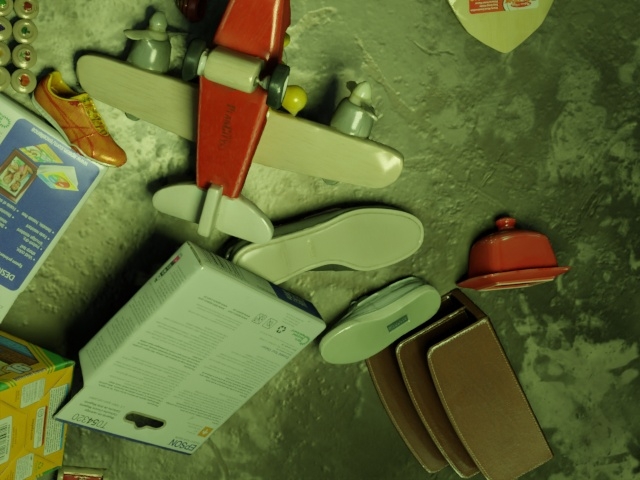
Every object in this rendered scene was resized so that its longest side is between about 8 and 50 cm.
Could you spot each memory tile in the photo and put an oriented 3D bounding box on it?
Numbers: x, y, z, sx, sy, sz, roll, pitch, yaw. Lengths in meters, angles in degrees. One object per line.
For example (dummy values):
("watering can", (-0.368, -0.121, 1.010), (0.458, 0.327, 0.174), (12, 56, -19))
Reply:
("memory tile", (-0.462, -0.286, 1.553), (0.113, 0.012, 0.148), (3, 84, -27))

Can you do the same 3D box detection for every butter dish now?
("butter dish", (0.319, 0.019, 1.827), (0.160, 0.160, 0.118), (-4, 83, -14))

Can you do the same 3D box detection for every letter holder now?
("letter holder", (0.228, 0.276, 1.859), (0.214, 0.152, 0.302), (-29, 111, -3))

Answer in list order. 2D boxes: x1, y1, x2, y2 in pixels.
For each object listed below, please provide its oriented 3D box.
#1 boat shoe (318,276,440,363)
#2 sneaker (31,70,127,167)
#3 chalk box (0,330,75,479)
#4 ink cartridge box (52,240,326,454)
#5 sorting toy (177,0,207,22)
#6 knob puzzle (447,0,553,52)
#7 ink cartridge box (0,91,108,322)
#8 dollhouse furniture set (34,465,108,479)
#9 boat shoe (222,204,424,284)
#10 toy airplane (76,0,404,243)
("boat shoe", (0.090, 0.131, 1.818), (0.227, 0.081, 0.079), (-26, 125, -13))
("sneaker", (-0.350, -0.176, 1.592), (0.175, 0.064, 0.067), (43, 117, -3))
("chalk box", (-0.535, 0.233, 1.599), (0.179, 0.289, 0.180), (-15, 119, -58))
("ink cartridge box", (-0.202, 0.178, 1.669), (0.330, 0.071, 0.324), (-43, 143, 12))
("sorting toy", (-0.191, -0.379, 1.619), (0.042, 0.061, 0.102), (17, 94, 16))
("knob puzzle", (0.290, -0.401, 1.746), (0.213, 0.030, 0.213), (-4, 106, -14))
("ink cartridge box", (-0.526, -0.074, 1.604), (0.303, 0.072, 0.307), (35, 96, -22))
("dollhouse furniture set", (-0.429, 0.394, 1.726), (0.183, 0.129, 0.129), (8, 103, -16))
("boat shoe", (0.000, 0.000, 1.761), (0.335, 0.095, 0.112), (-12, 111, -17))
("toy airplane", (-0.115, -0.190, 1.601), (0.384, 0.272, 0.386), (-19, 125, 32))
